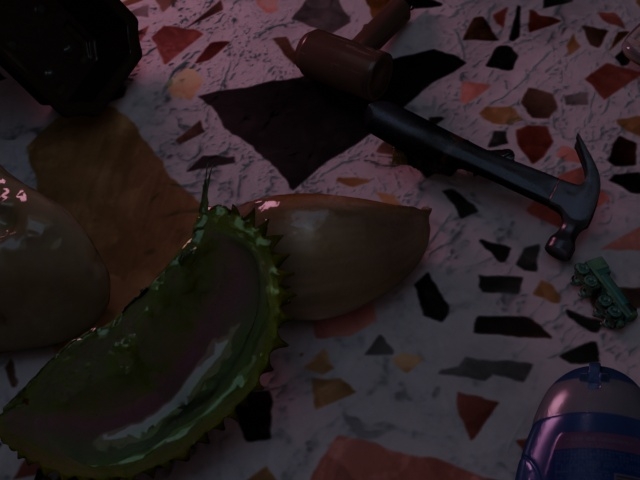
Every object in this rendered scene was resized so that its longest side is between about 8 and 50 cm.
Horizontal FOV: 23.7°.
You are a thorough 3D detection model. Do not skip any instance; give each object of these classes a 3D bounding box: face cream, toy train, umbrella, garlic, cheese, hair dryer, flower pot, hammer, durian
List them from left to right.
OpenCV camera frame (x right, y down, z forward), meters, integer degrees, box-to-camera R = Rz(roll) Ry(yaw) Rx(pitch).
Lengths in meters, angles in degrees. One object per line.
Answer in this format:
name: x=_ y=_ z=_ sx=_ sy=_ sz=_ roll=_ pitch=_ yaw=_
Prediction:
cheese: x=-0.349 y=0.005 z=1.707 sx=0.248 sy=0.173 sz=0.251 roll=2 pitch=48 yaw=12
flower pot: x=-0.354 y=-0.269 z=1.896 sx=0.084 sy=0.251 sz=0.179 roll=-13 pitch=39 yaw=52
durian: x=-0.161 y=0.115 z=1.569 sx=0.355 sy=0.169 sz=0.157 roll=-48 pitch=44 yaw=-5
garlic: x=0.005 y=0.005 z=1.687 sx=0.245 sy=0.145 sz=0.164 roll=-5 pitch=22 yaw=3
hair dryer: x=0.061 y=-0.254 z=1.909 sx=0.117 sy=0.064 sz=0.181 roll=24 pitch=52 yaw=26
umbrella: x=0.156 y=-0.093 z=1.778 sx=0.144 sy=0.040 sz=0.037 roll=5 pitch=47 yaw=8
hammer: x=0.181 y=-0.096 z=1.733 sx=0.290 sy=0.037 sz=0.137 roll=26 pitch=73 yaw=14
face cream: x=0.262 y=0.237 z=1.481 sx=0.149 sy=0.083 sz=0.264 roll=3 pitch=54 yaw=10
toy train: x=0.307 y=0.058 z=1.648 sx=0.045 sy=0.029 sz=0.092 roll=-17 pitch=55 yaw=-24

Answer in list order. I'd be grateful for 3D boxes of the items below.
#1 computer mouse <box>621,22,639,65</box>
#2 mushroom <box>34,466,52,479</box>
computer mouse: x=0.451 y=-0.266 z=1.857 sx=0.102 sy=0.045 sz=0.199 roll=33 pitch=64 yaw=28
mushroom: x=-0.229 y=0.277 z=1.551 sx=0.187 sy=0.061 sz=0.060 roll=18 pitch=63 yaw=26
